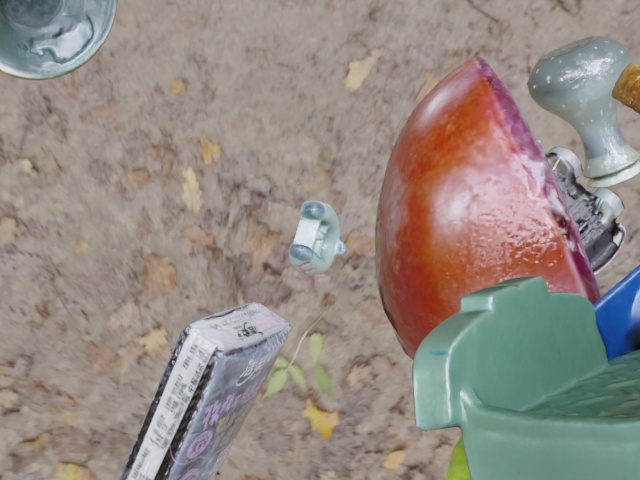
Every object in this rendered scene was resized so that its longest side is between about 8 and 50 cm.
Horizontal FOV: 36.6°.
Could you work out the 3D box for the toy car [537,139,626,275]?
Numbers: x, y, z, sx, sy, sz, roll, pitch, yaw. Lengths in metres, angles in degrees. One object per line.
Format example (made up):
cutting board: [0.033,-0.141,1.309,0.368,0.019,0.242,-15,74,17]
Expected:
toy car: [0.359,-0.027,1.559,0.172,0.158,0.235,-40,76,-18]

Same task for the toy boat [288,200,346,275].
toy boat: [0.000,0.000,1.763,0.079,0.207,0.134,12,81,10]

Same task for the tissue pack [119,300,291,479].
tissue pack: [-0.205,0.297,1.744,0.122,0.259,0.361,31,110,18]

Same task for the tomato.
tomato: [0.133,0.002,0.868,0.176,0.335,0.289,-21,82,11]

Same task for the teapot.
teapot: [0.483,-0.227,1.714,0.184,0.183,0.250,-27,102,-11]

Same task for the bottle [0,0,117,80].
bottle: [-0.215,-0.159,0.548,0.082,0.082,0.286,-48,42,-13]

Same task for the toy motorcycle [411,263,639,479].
toy motorcycle: [0.215,0.057,0.500,0.326,0.191,0.199,-17,95,-41]

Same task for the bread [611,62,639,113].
bread: [0.430,-0.166,1.199,0.103,0.187,0.065,28,104,-18]
